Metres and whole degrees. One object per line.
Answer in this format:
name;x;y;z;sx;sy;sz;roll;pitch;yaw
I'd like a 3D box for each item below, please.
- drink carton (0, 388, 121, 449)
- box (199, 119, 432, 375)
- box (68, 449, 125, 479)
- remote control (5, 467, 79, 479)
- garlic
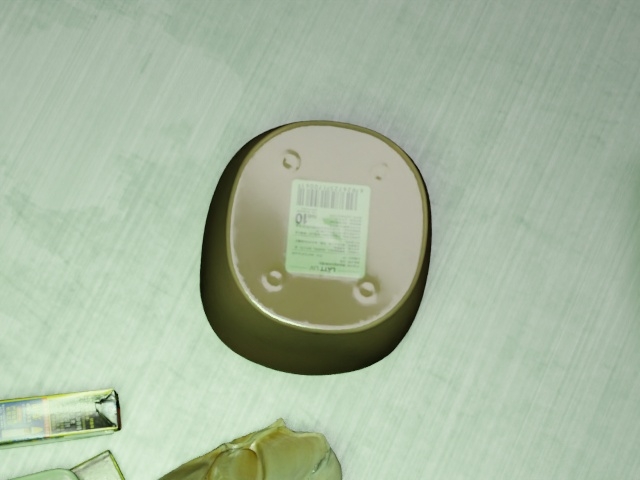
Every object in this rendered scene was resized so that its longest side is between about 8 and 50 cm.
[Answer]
drink carton;-0.314;0.207;1.613;0.166;0.071;0.056;-6;83;-5
box;0.000;0.000;1.611;0.301;0.216;0.301;1;77;-5
box;-0.254;0.354;1.612;0.121;0.030;0.193;-27;83;-10
remote control;-0.414;0.330;1.579;0.309;0.038;0.090;-13;81;0
garlic;-0.082;0.309;1.574;0.229;0.178;0.143;-10;112;12
